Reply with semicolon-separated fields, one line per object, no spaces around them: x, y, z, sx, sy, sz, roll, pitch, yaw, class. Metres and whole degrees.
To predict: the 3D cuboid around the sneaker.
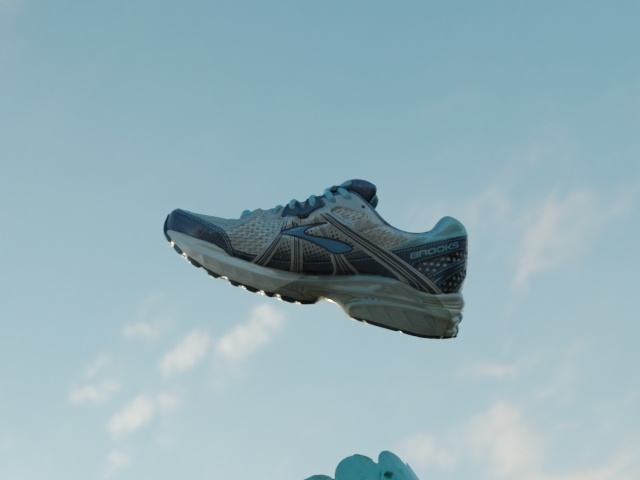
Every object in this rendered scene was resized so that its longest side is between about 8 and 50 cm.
0.000;0.000;1.141;0.110;0.283;0.122;30;-105;-85;sneaker

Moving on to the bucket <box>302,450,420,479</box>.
0.051;0.394;1.381;0.281;0.183;0.281;-23;-45;-26;bucket
